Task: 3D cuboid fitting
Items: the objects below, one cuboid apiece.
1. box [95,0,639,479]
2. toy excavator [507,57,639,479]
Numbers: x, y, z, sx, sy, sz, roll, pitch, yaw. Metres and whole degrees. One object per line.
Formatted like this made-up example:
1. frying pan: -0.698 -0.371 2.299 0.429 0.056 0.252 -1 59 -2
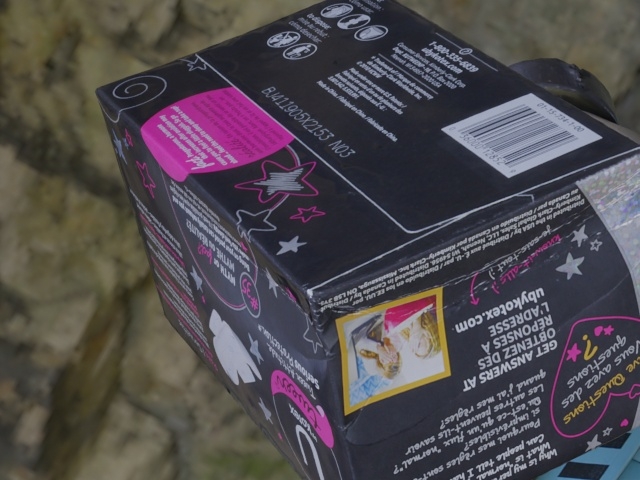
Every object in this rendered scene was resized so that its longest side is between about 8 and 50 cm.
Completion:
1. box: 0.025 0.002 0.811 0.163 0.247 0.142 -23 -58 -17
2. toy excavator: 0.242 0.153 1.236 0.222 0.445 0.433 -86 21 -63
